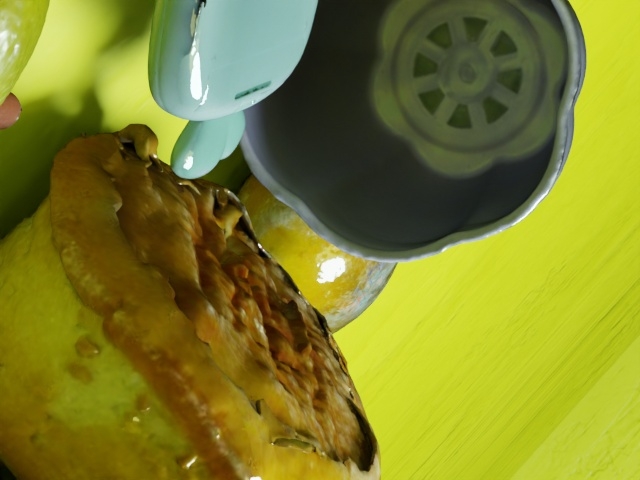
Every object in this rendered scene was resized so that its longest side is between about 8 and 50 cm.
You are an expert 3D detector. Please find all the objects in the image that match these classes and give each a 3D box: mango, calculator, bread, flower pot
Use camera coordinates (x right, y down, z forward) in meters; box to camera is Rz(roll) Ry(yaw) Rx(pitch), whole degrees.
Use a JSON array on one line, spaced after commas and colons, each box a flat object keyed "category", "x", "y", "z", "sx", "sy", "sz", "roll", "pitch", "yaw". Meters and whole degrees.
[{"category": "mango", "x": 0.000, "y": 0.000, "z": 1.705, "sx": 0.193, "sy": 0.146, "sz": 0.316, "roll": -50, "pitch": 173, "yaw": 7}, {"category": "calculator", "x": -0.049, "y": -0.180, "z": 1.322, "sx": 0.185, "sy": 0.041, "sz": 0.299, "roll": -28, "pitch": 135, "yaw": -58}, {"category": "bread", "x": -0.111, "y": 0.102, "z": 1.391, "sx": 0.204, "sy": 0.358, "sz": 0.337, "roll": -34, "pitch": -177, "yaw": 10}, {"category": "flower pot", "x": 0.093, "y": -0.121, "z": 1.519, "sx": 0.265, "sy": 0.265, "sz": 0.243, "roll": -54, "pitch": 168, "yaw": 14}]

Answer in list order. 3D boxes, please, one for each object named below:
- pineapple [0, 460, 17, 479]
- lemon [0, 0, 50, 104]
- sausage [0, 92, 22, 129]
[{"category": "pineapple", "x": -0.218, "y": 0.217, "z": 1.432, "sx": 0.141, "sy": 0.170, "sz": 0.310, "roll": -30, "pitch": -160, "yaw": 1}, {"category": "lemon", "x": -0.228, "y": -0.125, "z": 0.980, "sx": 0.184, "sy": 0.184, "sz": 0.248, "roll": -27, "pitch": 157, "yaw": -44}, {"category": "sausage", "x": -0.256, "y": -0.081, "z": 1.209, "sx": 0.029, "sy": 0.029, "sz": 0.223, "roll": -57, "pitch": 158, "yaw": 20}]
